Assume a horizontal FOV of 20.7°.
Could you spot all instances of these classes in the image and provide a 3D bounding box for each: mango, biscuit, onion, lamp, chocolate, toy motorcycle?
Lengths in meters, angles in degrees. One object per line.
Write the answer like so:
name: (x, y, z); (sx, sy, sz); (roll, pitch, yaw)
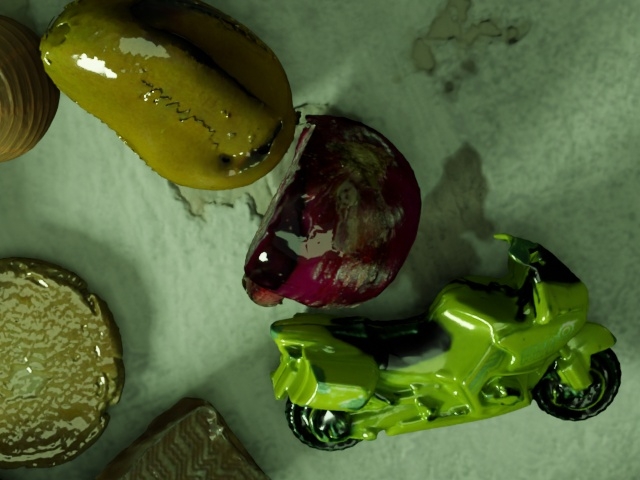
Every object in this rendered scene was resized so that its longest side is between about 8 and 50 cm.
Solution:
mango: (-0.135, -0.137, 1.566); (0.248, 0.151, 0.156); (23, 87, -31)
biscuit: (-0.295, 0.117, 1.689); (0.226, 0.042, 0.226); (-1, 105, -5)
onion: (0.000, 0.000, 1.623); (0.140, 0.195, 0.218); (21, 130, -12)
lamp: (-0.300, -0.136, 1.568); (0.136, 0.136, 0.136); (-2, 107, -5)
chocolate: (-0.155, 0.266, 1.681); (0.214, 0.093, 0.148); (-42, 102, -24)
toy motorcycle: (0.123, 0.100, 1.674); (0.342, 0.142, 0.206); (-7, 106, -5)

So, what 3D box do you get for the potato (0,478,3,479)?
potato: (-0.311, 0.317, 1.680); (0.200, 0.137, 0.154); (47, 135, 16)
